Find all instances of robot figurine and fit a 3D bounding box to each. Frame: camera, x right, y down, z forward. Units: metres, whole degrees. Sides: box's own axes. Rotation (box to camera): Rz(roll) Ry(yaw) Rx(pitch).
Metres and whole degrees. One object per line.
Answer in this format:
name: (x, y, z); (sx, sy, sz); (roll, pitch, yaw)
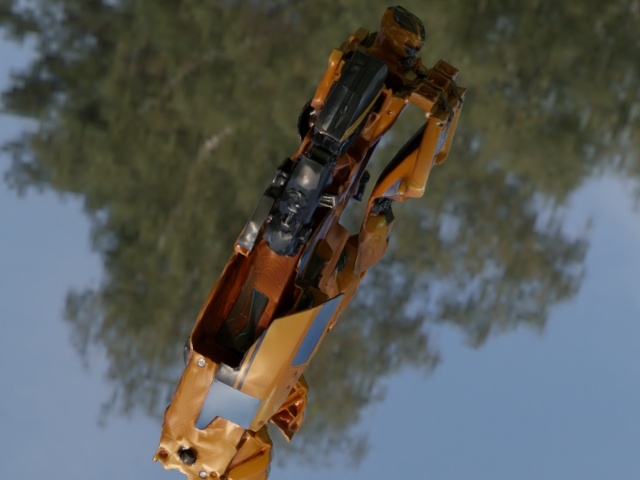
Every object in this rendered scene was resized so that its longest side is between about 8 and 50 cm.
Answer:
robot figurine: (0.000, 0.000, 1.151); (0.085, 0.291, 0.211); (28, -161, 3)
